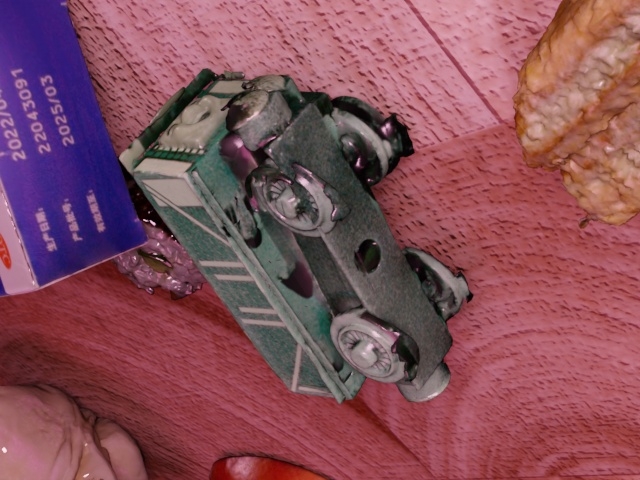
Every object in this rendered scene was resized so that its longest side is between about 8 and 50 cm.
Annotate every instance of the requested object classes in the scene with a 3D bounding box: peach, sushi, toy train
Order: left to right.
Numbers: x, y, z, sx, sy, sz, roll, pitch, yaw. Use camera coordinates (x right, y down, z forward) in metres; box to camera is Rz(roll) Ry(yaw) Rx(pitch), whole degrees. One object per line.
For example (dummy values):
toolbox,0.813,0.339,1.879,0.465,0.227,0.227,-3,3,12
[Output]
sushi,-0.115,-0.014,0.936,0.094,0.084,0.098,-13,129,46
peach,-0.001,0.312,1.278,0.279,0.068,0.189,15,145,26
toy train,0.000,0.000,0.836,0.154,0.115,0.269,8,140,47

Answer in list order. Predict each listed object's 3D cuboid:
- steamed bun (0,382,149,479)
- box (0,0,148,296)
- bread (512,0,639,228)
steamed bun,-0.296,0.273,1.370,0.280,0.207,0.268,46,131,29
box,-0.282,-0.059,0.934,0.299,0.106,0.200,-10,101,45
bread,0.166,-0.103,0.534,0.102,0.138,0.196,40,148,-3
